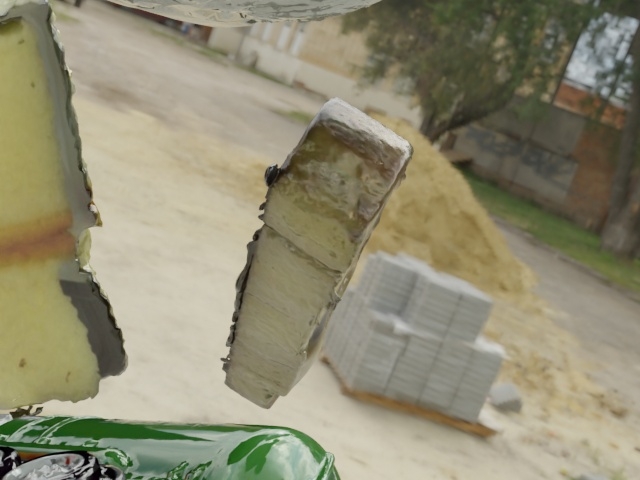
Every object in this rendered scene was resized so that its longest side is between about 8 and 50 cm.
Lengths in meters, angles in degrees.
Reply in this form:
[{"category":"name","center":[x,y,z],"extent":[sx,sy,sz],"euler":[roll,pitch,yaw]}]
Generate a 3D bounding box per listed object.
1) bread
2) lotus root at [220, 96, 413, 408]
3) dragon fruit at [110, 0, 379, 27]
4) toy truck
[{"category":"bread","center":[-0.359,0.020,0.776],"extent":[0.405,0.346,0.242],"euler":[-28,37,-16]},{"category":"lotus root","center":[0.000,0.000,0.756],"extent":[0.074,0.170,0.261],"euler":[26,-33,5]},{"category":"dragon fruit","center":[-0.083,-0.210,0.513],"extent":[0.221,0.204,0.283],"euler":[-9,51,-2]},{"category":"toy truck","center":[-0.111,0.118,0.421],"extent":[0.242,0.101,0.125],"euler":[-6,11,34]}]
